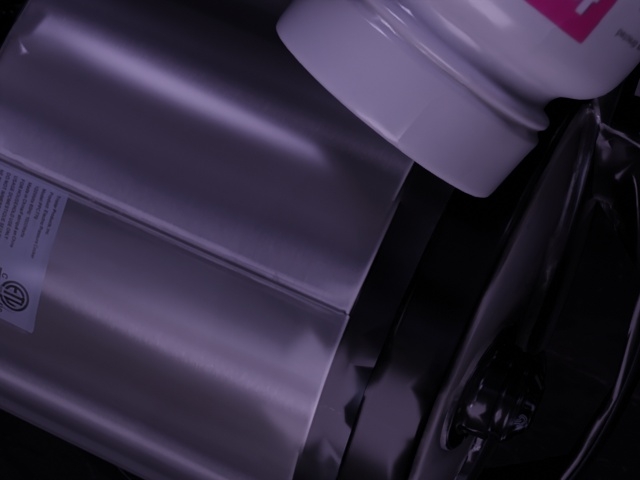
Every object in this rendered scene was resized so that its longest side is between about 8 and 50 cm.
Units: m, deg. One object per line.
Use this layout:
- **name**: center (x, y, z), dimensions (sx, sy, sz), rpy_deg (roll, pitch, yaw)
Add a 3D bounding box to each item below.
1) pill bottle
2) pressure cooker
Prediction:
- **pill bottle**: center (0.117, -0.169, 0.863), dimensions (0.160, 0.283, 0.160), rpy_deg (37, -167, -10)
- **pressure cooker**: center (-0.003, 0.003, 1.127), dimensions (0.420, 0.375, 0.370), rpy_deg (23, 154, 13)
